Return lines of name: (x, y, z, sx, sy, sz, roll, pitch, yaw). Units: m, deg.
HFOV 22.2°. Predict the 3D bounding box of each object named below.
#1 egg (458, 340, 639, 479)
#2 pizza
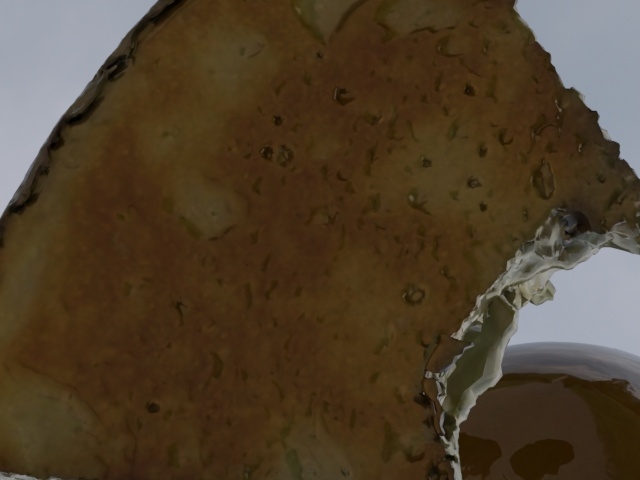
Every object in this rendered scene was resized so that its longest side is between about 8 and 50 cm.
egg: (0.127, 0.212, 1.045, 0.351, 0.282, 0.282, -24, -132, -9)
pizza: (0.000, 0.000, 0.644, 0.223, 0.089, 0.323, 32, -102, 10)
